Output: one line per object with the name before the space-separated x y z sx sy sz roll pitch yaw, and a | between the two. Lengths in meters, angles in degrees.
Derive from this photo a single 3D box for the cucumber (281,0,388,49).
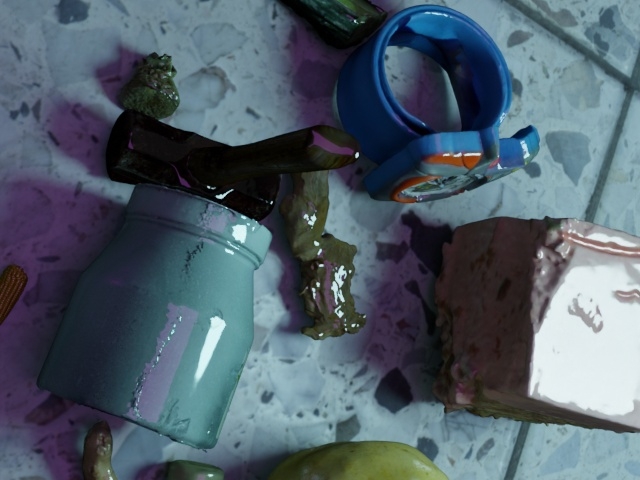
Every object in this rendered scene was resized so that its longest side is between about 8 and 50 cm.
cucumber | 0.008 -0.347 1.619 0.193 0.086 0.115 36 29 -22

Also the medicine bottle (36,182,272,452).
medicine bottle | -0.199 0.094 1.398 0.245 0.245 0.290 25 78 -26

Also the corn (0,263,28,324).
corn | -0.409 0.075 1.404 0.037 0.037 0.092 37 71 -23

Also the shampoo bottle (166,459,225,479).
shampoo bottle | -0.183 0.386 1.493 0.079 0.079 0.162 14 82 -27

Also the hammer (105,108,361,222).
hammer | -0.094 -0.097 1.375 0.242 0.408 0.095 19 80 -30

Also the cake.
cake | 0.341 0.131 1.657 0.293 0.306 0.314 15 81 -26

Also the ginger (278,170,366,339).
ginger | 0.001 0.002 1.600 0.122 0.084 0.290 -14 95 -21

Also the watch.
watch | 0.194 -0.212 1.647 0.305 0.241 0.275 -11 80 -28

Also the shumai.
shumai | -0.230 -0.217 1.503 0.082 0.083 0.080 64 27 -42

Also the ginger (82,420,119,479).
ginger | -0.280 0.368 1.407 0.065 0.149 0.259 -1 91 -3

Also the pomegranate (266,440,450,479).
pomegranate | 0.059 0.432 1.513 0.332 0.332 0.333 1 88 -28
